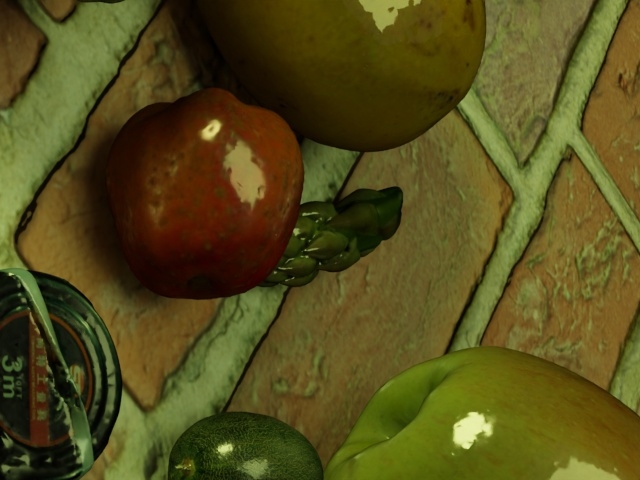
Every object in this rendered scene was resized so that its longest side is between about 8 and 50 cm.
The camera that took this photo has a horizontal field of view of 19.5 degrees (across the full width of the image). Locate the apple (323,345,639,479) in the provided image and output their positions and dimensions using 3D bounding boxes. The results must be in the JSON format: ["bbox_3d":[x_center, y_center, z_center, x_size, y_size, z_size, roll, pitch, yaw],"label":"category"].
[{"bbox_3d":[0.151,0.256,1.726,0.305,0.338,0.338,36,50,-14],"label":"apple"}]

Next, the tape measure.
[{"bbox_3d":[-0.245,0.115,1.445,0.181,0.107,0.182,13,69,-45],"label":"tape measure"}]

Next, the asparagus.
[{"bbox_3d":[0.000,0.000,1.805,0.287,0.080,0.080,-14,90,-51],"label":"asparagus"}]

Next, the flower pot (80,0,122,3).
[{"bbox_3d":[-0.228,-0.360,1.486,0.244,0.307,0.307,20,63,-26],"label":"flower pot"}]

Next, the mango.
[{"bbox_3d":[-0.009,-0.295,1.770,0.300,0.232,0.446,-42,104,-43],"label":"mango"}]

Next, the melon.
[{"bbox_3d":[-0.067,0.206,1.625,0.167,0.114,0.114,18,65,-49],"label":"melon"}]

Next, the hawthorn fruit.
[{"bbox_3d":[-0.103,-0.038,1.621,0.189,0.189,0.189,19,64,-46],"label":"hawthorn fruit"}]
